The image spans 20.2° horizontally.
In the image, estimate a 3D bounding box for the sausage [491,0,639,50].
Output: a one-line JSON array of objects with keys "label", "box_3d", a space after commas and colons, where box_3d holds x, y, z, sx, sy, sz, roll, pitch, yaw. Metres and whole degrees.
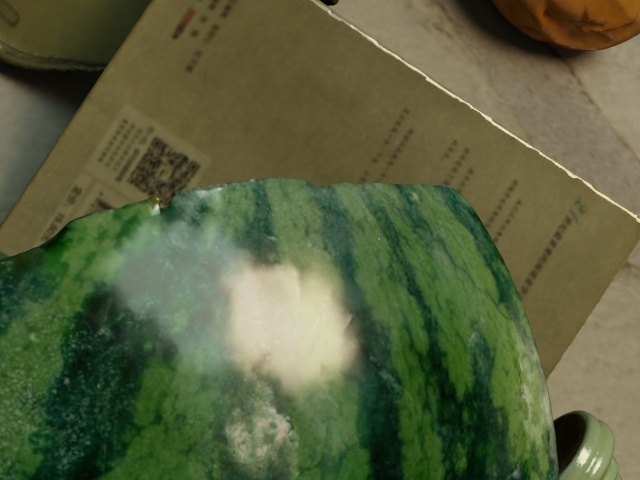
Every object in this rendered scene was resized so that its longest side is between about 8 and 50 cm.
[{"label": "sausage", "box_3d": [0.151, -0.238, 1.205, 0.136, 0.120, 0.241, 34, 39, -55]}]

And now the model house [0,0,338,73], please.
[{"label": "model house", "box_3d": [-0.071, -0.215, 1.063, 0.204, 0.218, 0.278, 4, 10, 15]}]

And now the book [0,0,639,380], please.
[{"label": "book", "box_3d": [0.000, 0.000, 0.927, 0.282, 0.025, 0.215, 35, 90, -8]}]

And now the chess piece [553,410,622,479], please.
[{"label": "chess piece", "box_3d": [0.161, 0.148, 0.991, 0.103, 0.067, 0.067, 40, 47, -14]}]

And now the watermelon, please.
[{"label": "watermelon", "box_3d": [-0.066, 0.062, 0.749, 0.319, 0.222, 0.292, 42, 31, 26]}]
